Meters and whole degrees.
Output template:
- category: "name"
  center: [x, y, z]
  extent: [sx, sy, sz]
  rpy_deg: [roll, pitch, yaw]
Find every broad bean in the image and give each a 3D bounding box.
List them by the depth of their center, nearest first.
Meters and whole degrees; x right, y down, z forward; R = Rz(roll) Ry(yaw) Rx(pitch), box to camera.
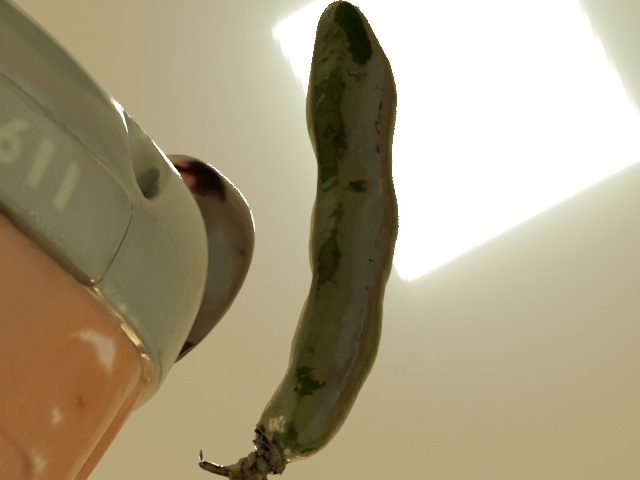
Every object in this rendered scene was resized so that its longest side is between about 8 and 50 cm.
- category: "broad bean"
  center: [0.004, 0.003, 0.851]
  extent: [0.039, 0.069, 0.226]
  rpy_deg: [-18, -127, 51]

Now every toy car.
- category: "toy car"
  center: [-0.167, 0.022, 0.486]
  extent: [0.270, 0.212, 0.180]
  rpy_deg: [2, -35, 49]
